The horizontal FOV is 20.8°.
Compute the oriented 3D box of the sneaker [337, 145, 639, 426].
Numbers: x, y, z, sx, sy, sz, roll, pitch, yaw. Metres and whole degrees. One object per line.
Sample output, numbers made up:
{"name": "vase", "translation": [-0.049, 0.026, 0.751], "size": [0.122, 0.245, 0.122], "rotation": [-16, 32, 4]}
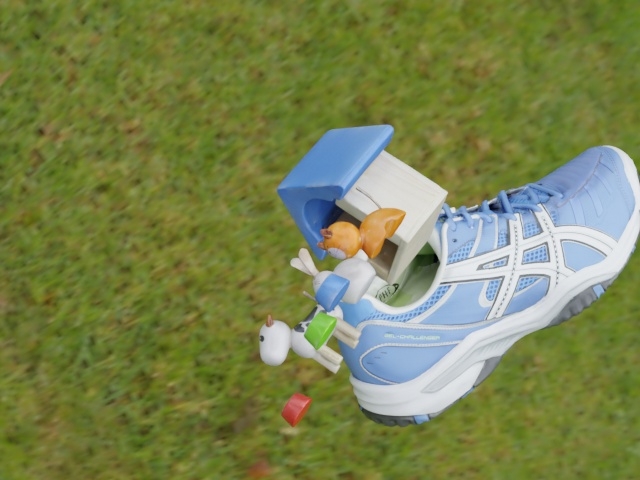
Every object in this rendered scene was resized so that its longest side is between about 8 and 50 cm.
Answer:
{"name": "sneaker", "translation": [0.095, 0.010, 0.947], "size": [0.211, 0.080, 0.081], "rotation": [-40, 120, -21]}

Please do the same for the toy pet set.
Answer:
{"name": "toy pet set", "translation": [0.000, 0.000, 0.749], "size": [0.065, 0.122, 0.114], "rotation": [34, 58, 10]}
